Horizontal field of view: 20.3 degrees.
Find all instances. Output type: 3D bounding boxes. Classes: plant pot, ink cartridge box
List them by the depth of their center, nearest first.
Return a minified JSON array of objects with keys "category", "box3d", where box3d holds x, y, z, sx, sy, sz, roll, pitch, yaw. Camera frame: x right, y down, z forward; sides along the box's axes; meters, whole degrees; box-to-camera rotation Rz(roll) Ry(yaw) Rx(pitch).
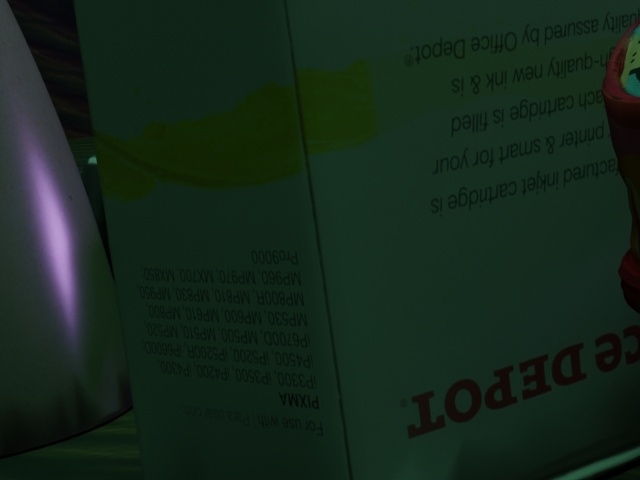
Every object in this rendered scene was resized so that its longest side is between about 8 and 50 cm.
[{"category":"ink cartridge box","box3d":[0.045,-0.089,0.797,0.279,0.385,0.160,-12,8,-39]},{"category":"plant pot","box3d":[-0.243,-0.033,0.987,0.256,0.274,0.256,-6,9,1]}]

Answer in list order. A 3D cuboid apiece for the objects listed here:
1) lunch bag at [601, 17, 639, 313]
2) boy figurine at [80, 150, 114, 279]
[{"category":"lunch bag","box3d":[0.261,-0.055,0.672,0.258,0.120,0.293,-1,17,28]},{"category":"boy figurine","box3d":[0.000,0.000,1.090,0.285,0.092,0.177,9,-1,16]}]
